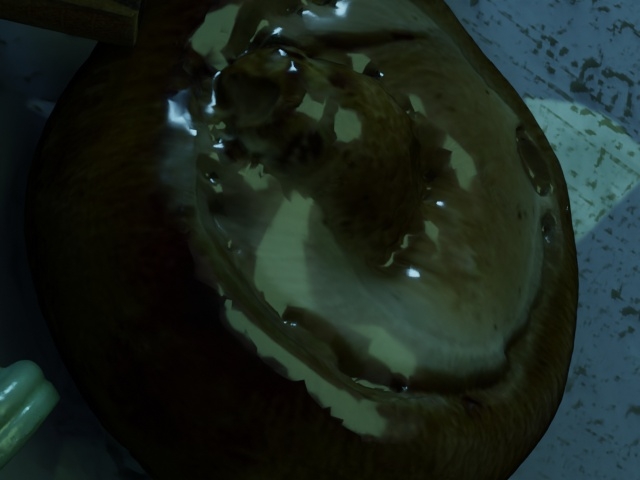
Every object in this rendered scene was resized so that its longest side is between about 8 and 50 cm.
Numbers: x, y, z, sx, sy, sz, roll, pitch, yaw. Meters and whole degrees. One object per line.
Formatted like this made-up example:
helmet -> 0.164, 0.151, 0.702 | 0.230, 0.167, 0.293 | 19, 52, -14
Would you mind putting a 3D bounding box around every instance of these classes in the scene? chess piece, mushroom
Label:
chess piece -> -0.148, 0.042, 0.608 | 0.103, 0.067, 0.067 | 46, 47, -8
mushroom -> 0.000, 0.000, 0.696 | 0.253, 0.153, 0.253 | 17, 61, -35

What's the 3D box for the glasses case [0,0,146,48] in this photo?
glasses case -> -0.143, -0.123, 0.635 | 0.170, 0.041, 0.065 | 13, 60, -4
